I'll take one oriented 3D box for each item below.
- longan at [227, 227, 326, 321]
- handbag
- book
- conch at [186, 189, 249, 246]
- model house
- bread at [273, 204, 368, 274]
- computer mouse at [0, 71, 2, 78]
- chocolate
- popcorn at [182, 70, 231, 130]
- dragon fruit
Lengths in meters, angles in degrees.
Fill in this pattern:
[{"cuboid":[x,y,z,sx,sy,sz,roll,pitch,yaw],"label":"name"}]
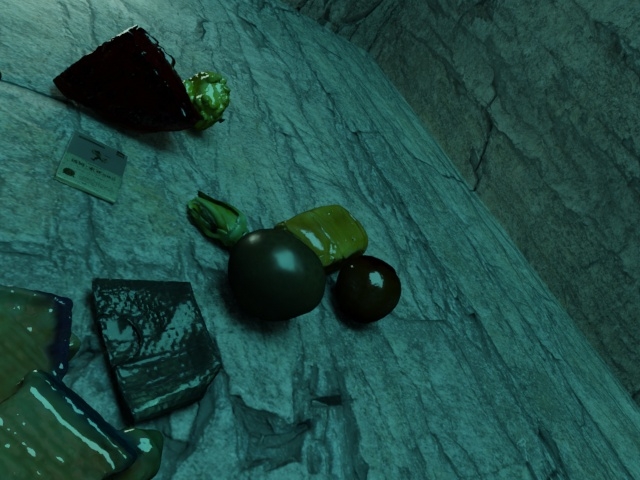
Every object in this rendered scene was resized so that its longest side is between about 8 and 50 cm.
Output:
[{"cuboid":[-0.094,0.074,1.193,0.212,0.198,0.198,37,28,-12],"label":"longan"},{"cuboid":[-0.276,0.167,0.953,0.175,0.089,0.270,1,47,-40],"label":"handbag"},{"cuboid":[-0.481,-0.158,1.218,0.127,0.014,0.182,26,32,-26],"label":"book"},{"cuboid":[-0.226,-0.042,1.310,0.200,0.080,0.095,28,39,11],"label":"conch"},{"cuboid":[-0.348,0.217,0.631,0.312,0.245,0.280,42,20,0],"label":"model house"},{"cuboid":[0.000,0.000,1.474,0.167,0.132,0.294,55,28,11],"label":"bread"},{"cuboid":[-0.731,-0.337,1.070,0.269,0.100,0.170,44,25,15],"label":"computer mouse"},{"cuboid":[0.113,0.130,1.421,0.176,0.177,0.177,30,30,-19],"label":"chocolate"},{"cuboid":[-0.321,-0.384,1.583,0.174,0.173,0.142,-94,163,-53],"label":"popcorn"},{"cuboid":[-0.474,-0.387,1.457,0.286,0.228,0.329,51,7,-32],"label":"dragon fruit"}]
